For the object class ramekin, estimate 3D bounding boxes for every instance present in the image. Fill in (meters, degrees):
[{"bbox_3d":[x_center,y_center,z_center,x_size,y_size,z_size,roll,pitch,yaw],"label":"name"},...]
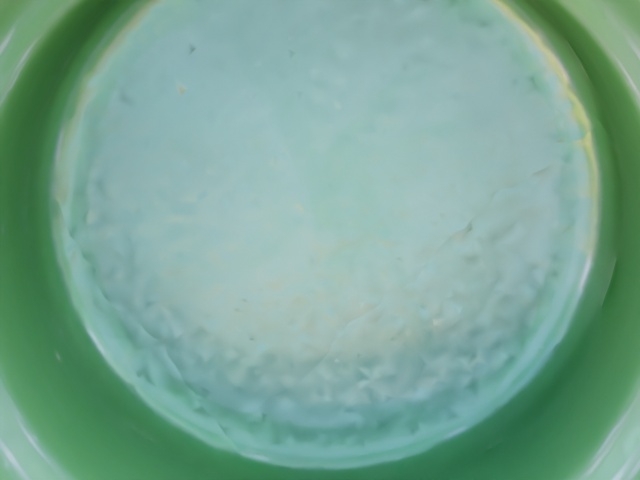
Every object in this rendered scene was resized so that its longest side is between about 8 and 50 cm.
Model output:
[{"bbox_3d":[0.000,0.000,0.518,0.303,0.303,0.148,-15,13,4],"label":"ramekin"}]
